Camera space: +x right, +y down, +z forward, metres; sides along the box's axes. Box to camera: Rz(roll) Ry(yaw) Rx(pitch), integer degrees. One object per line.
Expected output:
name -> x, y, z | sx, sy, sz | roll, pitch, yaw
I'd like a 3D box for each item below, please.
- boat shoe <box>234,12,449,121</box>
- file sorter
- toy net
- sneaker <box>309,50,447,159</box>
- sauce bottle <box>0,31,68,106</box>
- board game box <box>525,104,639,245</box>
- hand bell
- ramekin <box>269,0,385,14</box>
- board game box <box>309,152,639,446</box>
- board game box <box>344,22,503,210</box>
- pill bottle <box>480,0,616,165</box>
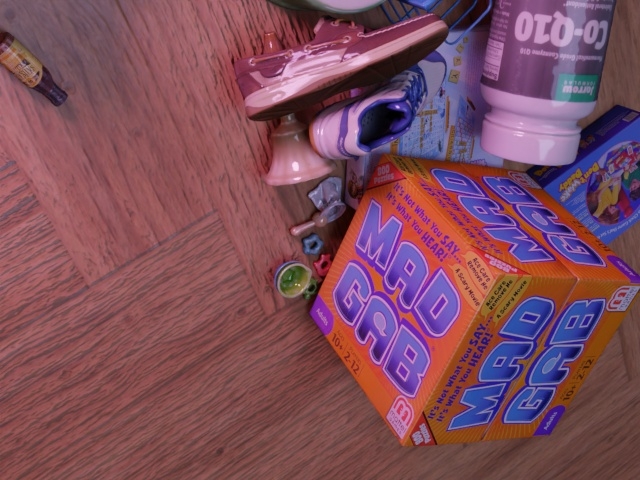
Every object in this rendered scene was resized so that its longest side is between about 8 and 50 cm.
boat shoe -> 0.028, -0.300, 1.590 | 0.342, 0.123, 0.123 | -21, 83, 7
file sorter -> 0.184, -0.410, 1.686 | 0.118, 0.170, 0.104 | -45, 129, -6
toy net -> 0.000, 0.000, 1.832 | 0.122, 0.045, 0.232 | 22, 99, -36
sneaker -> 0.125, -0.216, 1.662 | 0.296, 0.131, 0.112 | -40, 120, -25
sauce bottle -> -0.419, -0.245, 1.470 | 0.042, 0.042, 0.128 | -49, 125, -4
board game box -> 0.541, -0.087, 2.102 | 0.347, 0.078, 0.233 | -35, 125, -14
hand bell -> -0.059, -0.223, 1.679 | 0.126, 0.126, 0.242 | -20, 108, -23
ramekin -> 0.020, -0.494, 1.560 | 0.303, 0.148, 0.303 | -13, 117, -26
board game box -> 0.262, 0.103, 1.791 | 0.356, 0.356, 0.356 | 4, 123, -35
board game box -> 0.201, -0.227, 1.841 | 0.318, 0.066, 0.319 | -8, 114, -28
pill bottle -> 0.387, -0.324, 1.743 | 0.204, 0.204, 0.361 | -5, 111, -30
